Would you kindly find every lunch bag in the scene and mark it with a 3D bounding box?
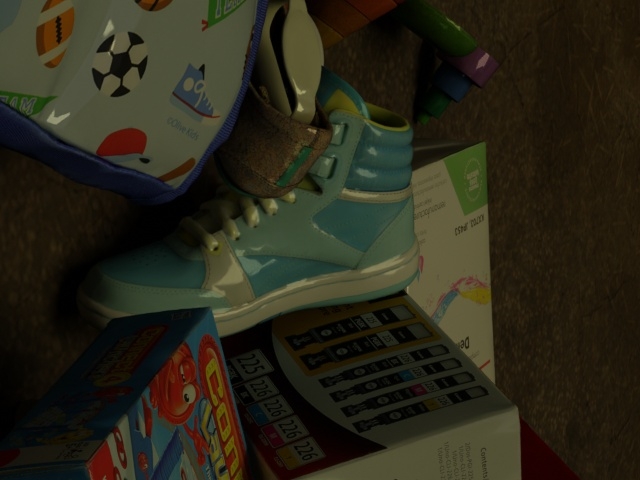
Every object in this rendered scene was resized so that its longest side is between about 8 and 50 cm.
[{"bbox_3d":[-0.188,-0.243,1.313,0.328,0.239,0.385,26,63,-59],"label":"lunch bag"}]

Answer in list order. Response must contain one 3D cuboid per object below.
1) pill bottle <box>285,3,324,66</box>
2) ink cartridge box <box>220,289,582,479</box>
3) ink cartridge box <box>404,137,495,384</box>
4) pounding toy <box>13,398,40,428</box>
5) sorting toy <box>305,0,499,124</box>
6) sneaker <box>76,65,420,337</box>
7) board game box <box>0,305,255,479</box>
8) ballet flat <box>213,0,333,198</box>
[{"bbox_3d":[-0.098,-0.148,1.592,0.216,0.121,0.121,-19,110,-59],"label":"pill bottle"},{"bbox_3d":[0.046,0.141,1.591,0.272,0.309,0.130,-16,119,-16],"label":"ink cartridge box"},{"bbox_3d":[0.091,0.083,1.954,0.207,0.119,0.353,-25,115,-57],"label":"ink cartridge box"},{"bbox_3d":[-0.217,0.265,1.432,0.269,0.154,0.155,-80,156,-51],"label":"pounding toy"},{"bbox_3d":[0.071,-0.203,1.936,0.126,0.127,0.365,-54,150,3],"label":"sorting toy"},{"bbox_3d":[-0.058,-0.040,1.564,0.319,0.127,0.208,-14,122,-29],"label":"sneaker"},{"bbox_3d":[-0.120,0.241,1.335,0.302,0.086,0.308,-56,135,-69],"label":"board game box"},{"bbox_3d":[-0.056,-0.185,1.474,0.107,0.106,0.316,1,60,-42],"label":"ballet flat"}]
